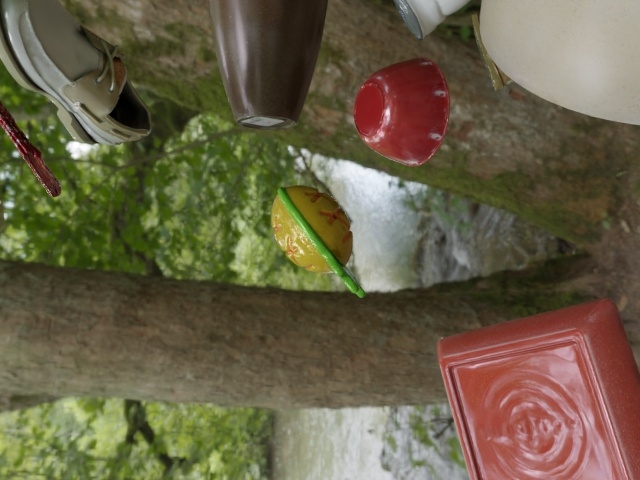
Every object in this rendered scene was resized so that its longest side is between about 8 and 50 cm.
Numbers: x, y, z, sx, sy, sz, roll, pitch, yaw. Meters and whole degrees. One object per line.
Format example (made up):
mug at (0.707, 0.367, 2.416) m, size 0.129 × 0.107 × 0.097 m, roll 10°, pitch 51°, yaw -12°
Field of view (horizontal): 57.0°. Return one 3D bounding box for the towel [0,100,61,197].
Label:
towel at (-0.597, -0.223, 1.135) m, size 0.275 × 0.031 × 0.199 m, roll 52°, pitch 161°, yaw 9°

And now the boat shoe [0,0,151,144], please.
boat shoe at (-0.292, -0.213, 0.729) m, size 0.302 × 0.103 × 0.113 m, roll 88°, pitch -175°, yaw -76°

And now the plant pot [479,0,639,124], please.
plant pot at (0.257, -0.242, 0.400) m, size 0.191 × 0.283 × 0.284 m, roll 75°, pitch -173°, yaw -48°

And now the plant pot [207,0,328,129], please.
plant pot at (-0.095, -0.320, 1.037) m, size 0.215 × 0.215 × 0.231 m, roll 175°, pitch 96°, yaw -75°

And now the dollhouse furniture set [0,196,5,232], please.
dollhouse furniture set at (-0.690, 0.124, 1.004) m, size 0.362 × 0.256 × 0.395 m, roll -97°, pitch 12°, yaw -67°

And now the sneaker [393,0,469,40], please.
sneaker at (0.150, -0.341, 0.658) m, size 0.129 × 0.111 × 0.297 m, roll -19°, pitch 46°, yaw 30°

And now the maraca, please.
maraca at (0.000, 0.000, 0.793) m, size 0.186 × 0.099 × 0.127 m, roll 53°, pitch -172°, yaw 21°

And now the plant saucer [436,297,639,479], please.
plant saucer at (0.262, 0.225, 0.715) m, size 0.258 × 0.047 × 0.259 m, roll -26°, pitch 73°, yaw 44°

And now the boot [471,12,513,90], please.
boot at (0.577, -0.562, 1.625) m, size 0.089 × 0.269 × 0.236 m, roll -23°, pitch -87°, yaw -75°

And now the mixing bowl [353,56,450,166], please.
mixing bowl at (0.119, -0.215, 0.980) m, size 0.181 × 0.098 × 0.182 m, roll 11°, pitch 102°, yaw 59°
